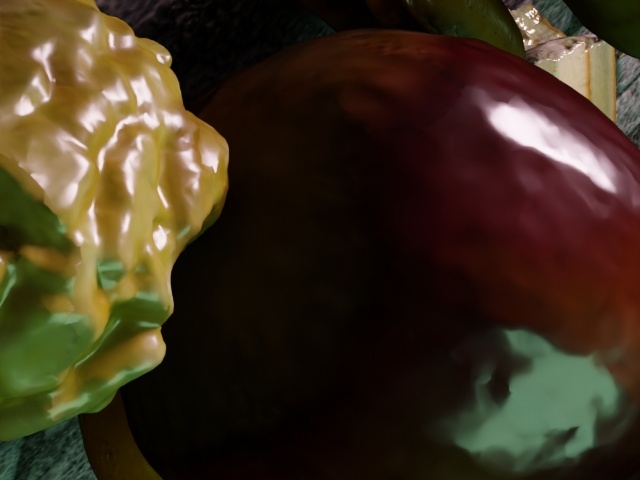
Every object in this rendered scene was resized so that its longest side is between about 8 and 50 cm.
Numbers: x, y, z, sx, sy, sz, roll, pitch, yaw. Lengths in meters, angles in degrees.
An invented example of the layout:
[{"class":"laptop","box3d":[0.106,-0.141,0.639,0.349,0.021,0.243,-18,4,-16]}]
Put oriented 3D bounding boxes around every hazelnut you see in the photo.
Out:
[{"class":"hazelnut","box3d":[0.055,0.054,0.768,0.421,0.421,0.352,113,2,-47]}]

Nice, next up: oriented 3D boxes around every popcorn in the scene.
[{"class":"popcorn","box3d":[-0.174,-0.014,0.568,0.225,0.249,0.249,-47,162,31]}]

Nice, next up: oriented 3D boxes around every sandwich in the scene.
[{"class":"sandwich","box3d":[0.173,-0.136,1.189,0.155,0.227,0.198,-26,118,-38]}]

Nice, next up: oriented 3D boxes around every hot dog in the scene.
[{"class":"hot dog","box3d":[0.074,-0.182,0.864,0.100,0.135,0.337,-68,158,3]}]

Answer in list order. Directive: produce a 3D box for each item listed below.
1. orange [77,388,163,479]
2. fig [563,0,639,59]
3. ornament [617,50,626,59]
[{"class":"orange","box3d":[-0.097,0.148,1.036,0.246,0.246,0.246,-38,159,-17]},{"class":"fig","box3d":[0.291,-0.281,0.833,0.343,0.343,0.343,-38,159,-17]},{"class":"ornament","box3d":[0.357,-0.302,1.241,0.202,0.080,0.236,-26,154,-50]}]
